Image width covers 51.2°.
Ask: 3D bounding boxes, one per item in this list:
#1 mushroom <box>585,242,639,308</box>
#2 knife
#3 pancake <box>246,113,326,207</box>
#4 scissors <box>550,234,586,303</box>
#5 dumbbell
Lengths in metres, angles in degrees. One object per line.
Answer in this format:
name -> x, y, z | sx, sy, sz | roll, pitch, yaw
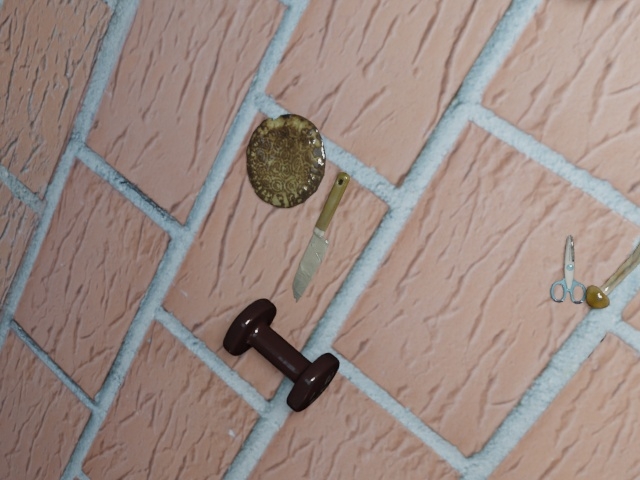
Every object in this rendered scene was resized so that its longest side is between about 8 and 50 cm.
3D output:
mushroom -> 0.508, -0.026, 1.072 | 0.068, 0.043, 0.306 | 18, 105, -1
knife -> -0.001, 0.000, 1.356 | 0.047, 0.017, 0.297 | 30, 109, 15
pancake -> -0.074, -0.164, 1.370 | 0.199, 0.021, 0.199 | 4, 99, 28
scissors -> 0.424, 0.049, 1.136 | 0.058, 0.014, 0.119 | 4, 102, 23
dumbbell -> -0.081, 0.233, 1.369 | 0.225, 0.124, 0.140 | 39, 113, 18
